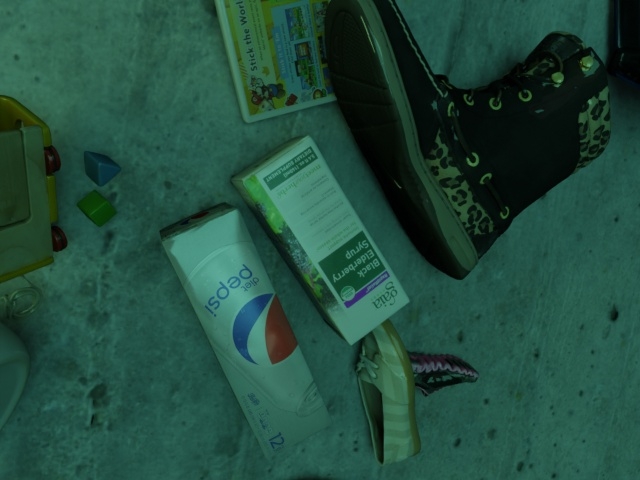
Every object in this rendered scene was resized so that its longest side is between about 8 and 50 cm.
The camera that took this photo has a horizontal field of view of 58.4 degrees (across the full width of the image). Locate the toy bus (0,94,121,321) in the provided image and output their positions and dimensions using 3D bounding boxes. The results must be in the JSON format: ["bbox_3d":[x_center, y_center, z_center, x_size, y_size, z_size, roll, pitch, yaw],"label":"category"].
[{"bbox_3d":[-0.328,-0.043,0.572,0.202,0.104,0.191,-52,153,-4],"label":"toy bus"}]

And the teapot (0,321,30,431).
[{"bbox_3d":[-0.417,0.149,0.522,0.187,0.252,0.255,31,73,0],"label":"teapot"}]

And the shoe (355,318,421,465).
[{"bbox_3d":[0.084,0.198,0.753,0.058,0.077,0.218,-17,105,-20],"label":"shoe"}]

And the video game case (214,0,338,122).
[{"bbox_3d":[-0.015,-0.269,0.654,0.207,0.026,0.226,-18,118,-14],"label":"video game case"}]

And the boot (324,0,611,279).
[{"bbox_3d":[0.190,-0.168,0.692,0.284,0.138,0.377,-34,115,-10],"label":"boot"}]

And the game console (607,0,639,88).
[{"bbox_3d":[0.573,-0.293,0.793,0.294,0.250,0.173,-4,126,-17],"label":"game console"}]

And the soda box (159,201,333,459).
[{"bbox_3d":[-0.088,0.103,0.674,0.091,0.098,0.286,-25,104,-13],"label":"soda box"}]

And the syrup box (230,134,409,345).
[{"bbox_3d":[0.000,0.000,0.688,0.093,0.096,0.236,-35,105,-10],"label":"syrup box"}]

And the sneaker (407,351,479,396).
[{"bbox_3d":[0.161,0.190,0.796,0.120,0.047,0.057,9,102,-11],"label":"sneaker"}]
